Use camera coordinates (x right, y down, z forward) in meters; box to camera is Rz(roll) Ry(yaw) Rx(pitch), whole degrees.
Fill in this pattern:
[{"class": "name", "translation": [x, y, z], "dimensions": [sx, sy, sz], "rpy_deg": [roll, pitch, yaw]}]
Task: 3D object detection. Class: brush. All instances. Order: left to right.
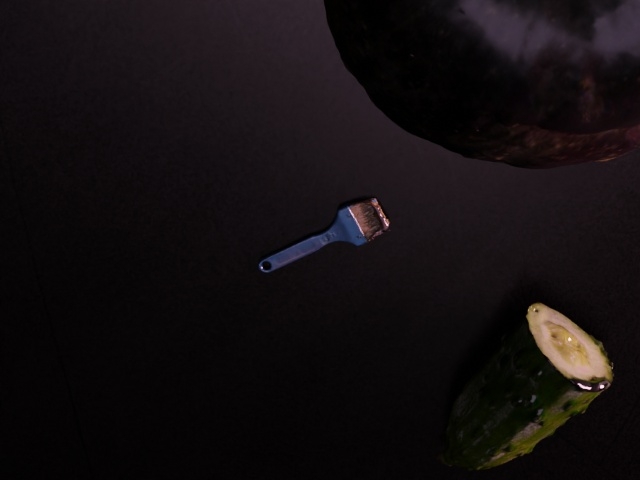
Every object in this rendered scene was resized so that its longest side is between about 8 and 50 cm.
[{"class": "brush", "translation": [0.000, 0.000, 1.725], "dimensions": [0.164, 0.014, 0.051], "rpy_deg": [-25, 108, 16]}]

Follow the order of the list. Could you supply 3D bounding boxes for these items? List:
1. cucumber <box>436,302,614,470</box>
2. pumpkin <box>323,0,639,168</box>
[{"class": "cucumber", "translation": [0.219, 0.193, 1.738], "dimensions": [0.134, 0.134, 0.244], "rpy_deg": [35, 121, -10]}, {"class": "pumpkin", "translation": [0.214, -0.286, 1.405], "dimensions": [0.454, 0.344, 0.455], "rpy_deg": [0, 98, -1]}]
